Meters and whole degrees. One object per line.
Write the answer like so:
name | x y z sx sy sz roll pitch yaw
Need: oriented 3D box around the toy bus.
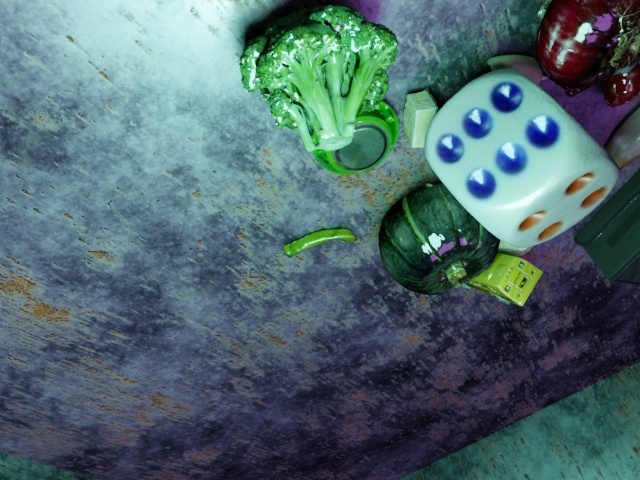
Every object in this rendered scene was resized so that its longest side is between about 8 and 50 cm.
toy bus | 0.475 0.089 1.628 0.123 0.335 0.121 31 88 -17

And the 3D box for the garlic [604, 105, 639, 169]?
garlic | 0.888 -0.293 1.544 0.143 0.112 0.318 14 139 -34

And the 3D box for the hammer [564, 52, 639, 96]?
hammer | 0.724 -0.433 1.308 0.365 0.043 0.111 -29 106 1

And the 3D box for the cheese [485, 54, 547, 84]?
cheese | 0.494 -0.389 1.326 0.234 0.050 0.127 -16 137 -3

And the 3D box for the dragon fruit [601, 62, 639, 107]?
dragon fruit | 0.729 -0.411 1.368 0.094 0.094 0.191 -15 126 -5

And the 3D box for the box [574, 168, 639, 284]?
box | 1.026 -0.042 1.760 0.251 0.205 0.345 9 130 -27

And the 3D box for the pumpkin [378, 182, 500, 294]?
pumpkin | 0.311 -0.005 1.511 0.323 0.241 0.323 -11 141 -9

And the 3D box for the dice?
dice | 0.429 -0.175 1.245 0.277 0.304 0.304 -42 150 22

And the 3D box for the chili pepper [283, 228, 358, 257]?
chili pepper | 0.000 0.000 1.545 0.201 0.050 0.052 -14 176 -1

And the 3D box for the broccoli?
broccoli | -0.001 -0.300 1.095 0.307 0.275 0.308 -9 167 -2

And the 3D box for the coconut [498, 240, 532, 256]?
coconut | 0.533 -0.029 1.643 0.147 0.153 0.147 0 102 1

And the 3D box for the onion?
onion | 0.565 -0.460 1.169 0.313 0.232 0.314 -32 153 -19

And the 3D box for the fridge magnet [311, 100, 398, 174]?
fridge magnet | 0.082 -0.233 1.307 0.207 0.088 0.208 -11 137 -10

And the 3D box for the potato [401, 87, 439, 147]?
potato | 0.230 -0.280 1.318 0.061 0.086 0.122 -16 143 -8
